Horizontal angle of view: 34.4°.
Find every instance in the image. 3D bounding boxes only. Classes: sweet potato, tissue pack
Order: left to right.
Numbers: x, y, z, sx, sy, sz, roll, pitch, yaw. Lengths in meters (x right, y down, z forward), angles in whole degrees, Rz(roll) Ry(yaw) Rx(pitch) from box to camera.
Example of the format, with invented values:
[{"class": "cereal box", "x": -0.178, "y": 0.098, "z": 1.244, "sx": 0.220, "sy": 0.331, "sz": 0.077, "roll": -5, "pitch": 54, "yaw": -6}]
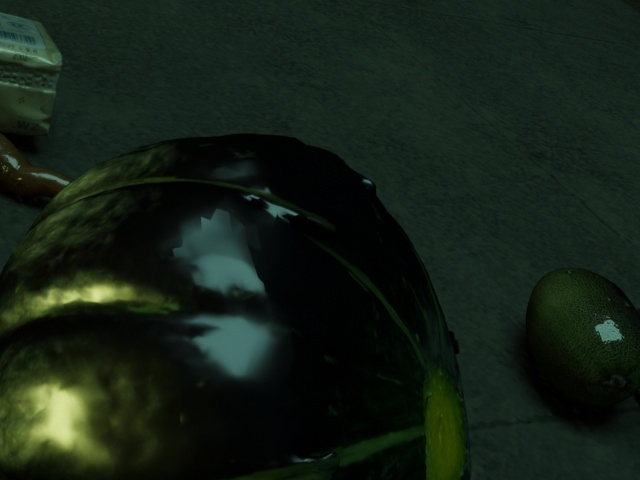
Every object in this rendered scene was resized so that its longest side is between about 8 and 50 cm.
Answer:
[{"class": "tissue pack", "x": -0.349, "y": -0.165, "z": 0.943, "sx": 0.196, "sy": 0.092, "sz": 0.148, "roll": 8, "pitch": 23, "yaw": -26}, {"class": "sweet potato", "x": -0.260, "y": -0.060, "z": 0.882, "sx": 0.179, "sy": 0.044, "sz": 0.044, "roll": 26, "pitch": 28, "yaw": 13}]

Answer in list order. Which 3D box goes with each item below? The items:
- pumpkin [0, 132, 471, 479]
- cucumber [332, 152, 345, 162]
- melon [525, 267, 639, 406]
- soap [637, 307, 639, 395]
[{"class": "pumpkin", "x": -0.066, "y": 0.090, "z": 0.519, "sx": 0.296, "sy": 0.296, "sz": 0.296, "roll": 16, "pitch": 28, "yaw": -9}, {"class": "cucumber", "x": 0.000, "y": 0.000, "z": 0.911, "sx": 0.072, "sy": 0.081, "sz": 0.303, "roll": 58, "pitch": 11, "yaw": -24}, {"class": "melon", "x": 0.228, "y": 0.079, "z": 0.896, "sx": 0.099, "sy": 0.099, "sz": 0.162, "roll": 15, "pitch": 23, "yaw": -11}, {"class": "soap", "x": 0.388, "y": 0.094, "z": 0.807, "sx": 0.159, "sy": 0.257, "sz": 0.302, "roll": 13, "pitch": 29, "yaw": -16}]
